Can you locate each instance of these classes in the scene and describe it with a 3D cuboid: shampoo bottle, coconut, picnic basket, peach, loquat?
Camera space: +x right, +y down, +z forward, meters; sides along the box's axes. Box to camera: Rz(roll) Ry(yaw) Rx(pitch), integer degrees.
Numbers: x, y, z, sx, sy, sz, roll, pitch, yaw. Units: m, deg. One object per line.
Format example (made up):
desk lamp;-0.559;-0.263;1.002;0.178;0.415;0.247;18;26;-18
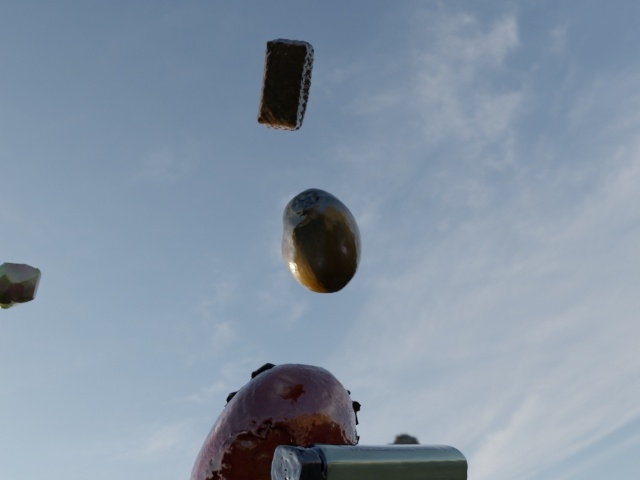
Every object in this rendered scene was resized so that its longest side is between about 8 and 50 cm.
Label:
shampoo bottle;0.082;0.384;0.964;0.359;0.078;0.134;14;-16;-33
coconut;-0.516;0.074;0.950;0.082;0.083;0.081;23;-96;-35
picnic basket;-0.078;-0.334;1.219;0.110;0.055;0.193;11;-80;12
peach;-0.082;0.470;1.225;0.339;0.417;0.353;26;-32;-5
loquat;0.000;0.000;1.226;0.179;0.179;0.227;-9;-84;-17
